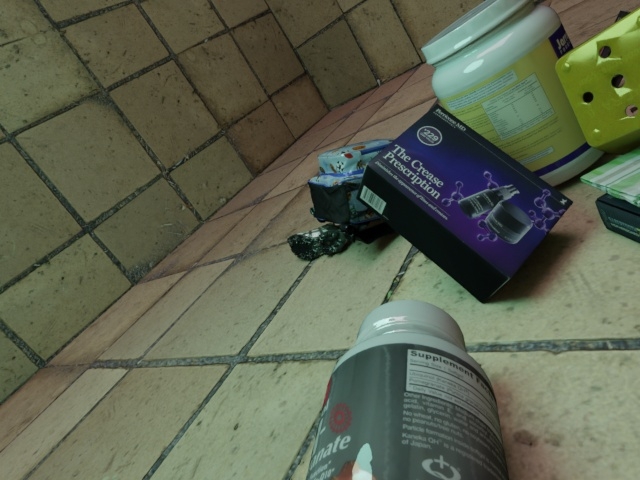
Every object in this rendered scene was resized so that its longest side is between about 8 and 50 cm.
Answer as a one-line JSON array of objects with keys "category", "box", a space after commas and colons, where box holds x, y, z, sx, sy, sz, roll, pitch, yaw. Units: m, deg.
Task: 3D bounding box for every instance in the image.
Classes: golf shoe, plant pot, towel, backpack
[{"category": "golf shoe", "box": [0.000, 0.000, 1.226, 0.198, 0.077, 0.094, -4, 24, 43]}, {"category": "plant pot", "box": [0.480, -0.244, 0.684, 0.187, 0.212, 0.212, -19, -4, -30]}, {"category": "towel", "box": [0.443, -0.091, 0.635, 0.113, 0.023, 0.152, -28, 15, 10]}, {"category": "backpack", "box": [0.120, -0.131, 1.105, 0.263, 0.213, 0.276, -8, 16, -17]}]

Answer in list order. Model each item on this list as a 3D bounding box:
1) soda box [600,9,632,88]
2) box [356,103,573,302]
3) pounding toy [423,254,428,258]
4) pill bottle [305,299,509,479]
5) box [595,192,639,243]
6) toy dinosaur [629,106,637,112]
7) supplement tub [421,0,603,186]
[{"category": "soda box", "box": [0.652, -0.410, 1.032, 0.053, 0.169, 0.060, 16, 31, 4]}, {"category": "box", "box": [0.217, -0.064, 0.733, 0.184, 0.261, 0.103, -42, -17, -25]}, {"category": "pounding toy", "box": [0.236, -0.097, 0.864, 0.181, 0.206, 0.094, -41, 21, -21]}, {"category": "pill bottle", "box": [0.082, 0.201, 0.444, 0.176, 0.176, 0.318, -25, 21, 24]}, {"category": "box", "box": [0.510, -0.068, 0.585, 0.232, 0.059, 0.183, -32, 19, 6]}, {"category": "toy dinosaur", "box": [0.652, -0.281, 0.883, 0.092, 0.053, 0.183, -34, 19, -7]}, {"category": "supplement tub", "box": [0.362, -0.277, 0.886, 0.241, 0.331, 0.241, -33, 16, 11]}]
